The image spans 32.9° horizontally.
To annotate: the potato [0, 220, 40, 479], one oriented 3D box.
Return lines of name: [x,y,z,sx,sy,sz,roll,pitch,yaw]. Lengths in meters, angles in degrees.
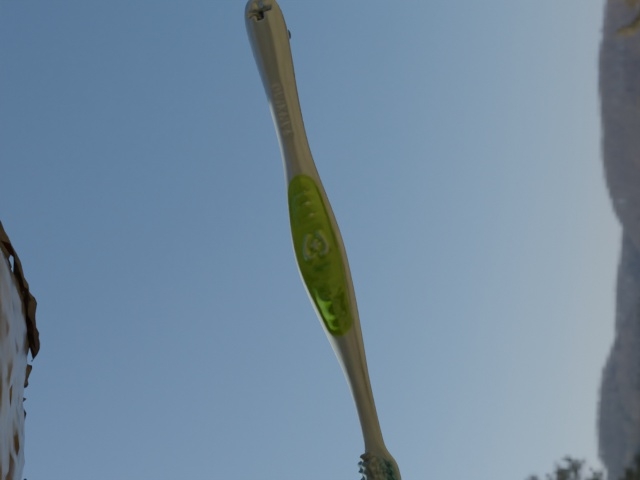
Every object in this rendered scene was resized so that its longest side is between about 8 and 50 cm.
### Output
potato: [-0.201,0.110,0.244,0.288,0.301,0.237,56,-176,-33]

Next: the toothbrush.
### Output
toothbrush: [0.000,0.000,0.471,0.026,0.022,0.262,48,-155,-62]
